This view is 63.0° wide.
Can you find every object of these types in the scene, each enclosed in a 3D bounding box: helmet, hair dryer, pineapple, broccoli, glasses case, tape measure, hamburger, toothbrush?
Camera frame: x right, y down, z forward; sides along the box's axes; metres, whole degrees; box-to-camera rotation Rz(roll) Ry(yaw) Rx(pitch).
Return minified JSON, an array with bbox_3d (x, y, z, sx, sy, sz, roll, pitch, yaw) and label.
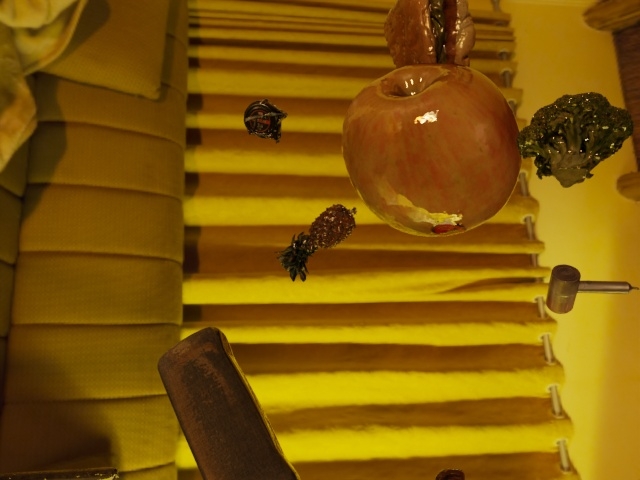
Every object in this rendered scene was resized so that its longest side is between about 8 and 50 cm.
[{"bbox_3d":[0.377,0.716,1.560,0.057,0.089,0.111,-141,-110,-74],"label":"helmet"},{"bbox_3d":[0.369,0.068,0.707,0.037,0.115,0.063,-75,161,-51],"label":"hair dryer"},{"bbox_3d":[0.000,0.000,1.196,0.103,0.221,0.083,50,4,10],"label":"pineapple"},{"bbox_3d":[0.383,-0.151,0.796,0.162,0.146,0.137,132,-21,-64],"label":"broccoli"},{"bbox_3d":[-0.161,0.299,0.872,0.323,0.131,0.074,53,-7,32],"label":"glasses case"},{"bbox_3d":[-0.128,-0.280,1.209,0.054,0.094,0.091,-60,170,-67],"label":"tape measure"},{"bbox_3d":[0.279,-0.561,1.338,0.209,0.162,0.329,109,-27,-57],"label":"hamburger"},{"bbox_3d":[-0.411,0.307,0.670,0.030,0.298,0.030,-43,-134,39],"label":"toothbrush"}]

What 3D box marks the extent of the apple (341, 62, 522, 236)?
[{"bbox_3d":[0.241,-0.209,1.168,0.391,0.392,0.346,-99,170,-46],"label":"apple"}]
